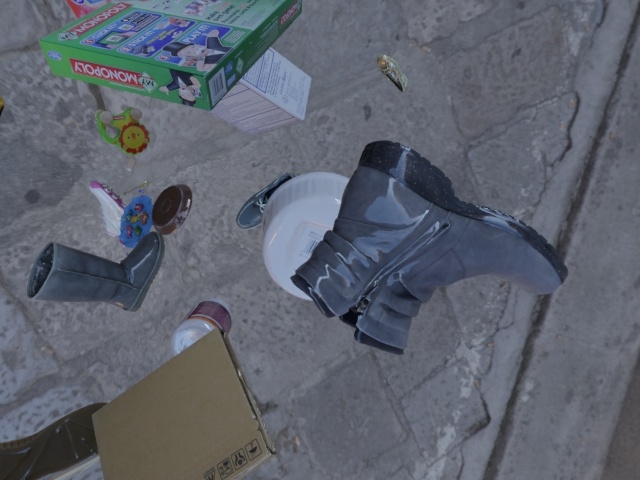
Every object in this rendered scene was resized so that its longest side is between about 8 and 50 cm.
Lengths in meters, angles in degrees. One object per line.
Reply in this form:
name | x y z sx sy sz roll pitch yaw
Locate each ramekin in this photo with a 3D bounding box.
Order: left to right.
ramekin | 0.000 0.000 0.940 0.277 0.135 0.277 0 115 0

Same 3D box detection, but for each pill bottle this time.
pill bottle | -0.208 0.159 0.772 0.086 0.152 0.086 0 101 -1

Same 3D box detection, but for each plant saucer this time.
plant saucer | -0.453 -0.099 1.276 0.029 0.168 0.168 31 85 -52

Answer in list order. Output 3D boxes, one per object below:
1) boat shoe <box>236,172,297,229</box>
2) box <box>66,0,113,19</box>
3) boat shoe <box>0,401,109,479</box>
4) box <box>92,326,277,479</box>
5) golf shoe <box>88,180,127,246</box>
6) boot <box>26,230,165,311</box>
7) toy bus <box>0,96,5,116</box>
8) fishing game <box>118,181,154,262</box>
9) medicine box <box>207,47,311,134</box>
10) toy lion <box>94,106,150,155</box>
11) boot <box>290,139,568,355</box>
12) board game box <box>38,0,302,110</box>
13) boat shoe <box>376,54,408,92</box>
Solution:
boat shoe | -0.219 -0.161 1.700 0.319 0.099 0.116 -37 86 4
box | -0.637 -0.726 1.136 0.142 0.300 0.154 -22 80 -10
boat shoe | -0.451 0.349 0.641 0.302 0.098 0.109 -20 63 -27
box | -0.167 0.223 0.494 0.201 0.164 0.021 -35 149 4
golf shoe | -0.806 -0.093 1.660 0.140 0.115 0.306 -38 130 -9
boot | -0.416 0.041 0.812 0.208 0.076 0.190 32 68 -50
toy bus | -0.767 -0.311 0.779 0.332 0.130 0.108 37 114 -10
fishing game | -0.618 -0.065 1.411 0.041 0.189 0.264 22 60 -55
medicine box | -0.223 -0.460 1.272 0.289 0.263 0.149 21 75 -45
toy lion | -0.402 -0.222 0.874 0.100 0.034 0.096 -27 127 -46
boot | 0.142 0.049 0.548 0.338 0.118 0.223 28 83 -12
board game box | -0.176 -0.297 0.584 0.213 0.046 0.317 15 49 10
boat shoe | 0.253 -0.592 1.509 0.153 0.056 0.048 37 59 -33
